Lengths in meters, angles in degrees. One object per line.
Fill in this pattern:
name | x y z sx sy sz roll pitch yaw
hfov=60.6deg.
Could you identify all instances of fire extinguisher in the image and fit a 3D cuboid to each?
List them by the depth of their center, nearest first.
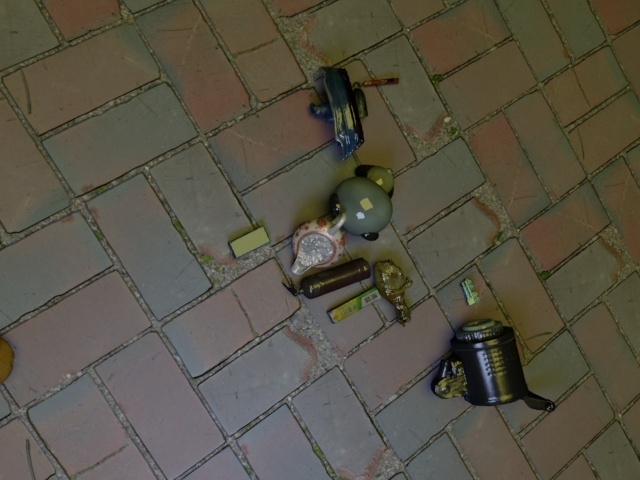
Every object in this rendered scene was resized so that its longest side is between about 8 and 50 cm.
fire extinguisher | 0.019 0.117 1.688 0.267 0.072 0.089 -19 64 -18

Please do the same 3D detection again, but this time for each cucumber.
cucumber | 0.127 -0.446 1.775 0.048 0.048 0.105 -5 88 -18

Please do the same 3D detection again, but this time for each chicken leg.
chicken leg | 0.242 0.161 1.747 0.103 0.088 0.228 -32 95 -34

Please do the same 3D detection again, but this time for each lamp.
lamp | 0.140 -0.125 1.697 0.197 0.197 0.244 41 52 -11
lamp | 0.549 0.389 1.764 0.373 0.205 0.272 5 88 -7

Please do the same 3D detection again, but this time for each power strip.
power strip | -0.214 0.006 1.636 0.123 0.032 0.056 -27 94 -18

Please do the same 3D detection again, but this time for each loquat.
loquat | -0.842 0.305 1.372 0.137 0.113 0.137 -3 109 -7

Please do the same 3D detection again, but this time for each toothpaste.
toothpaste | 0.105 0.202 1.724 0.178 0.037 0.043 -26 93 -18

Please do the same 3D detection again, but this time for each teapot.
teapot | 0.000 0.000 1.643 0.159 0.246 0.116 37 35 1

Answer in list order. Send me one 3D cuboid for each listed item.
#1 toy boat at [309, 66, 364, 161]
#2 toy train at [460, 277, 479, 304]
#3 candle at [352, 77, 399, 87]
toy boat | 0.044 -0.399 1.714 0.142 0.129 0.309 -14 86 15
toy train | 0.506 0.174 1.863 0.045 0.029 0.092 -23 89 -3
candle | 0.184 -0.523 1.812 0.167 0.026 0.021 -10 85 -19
